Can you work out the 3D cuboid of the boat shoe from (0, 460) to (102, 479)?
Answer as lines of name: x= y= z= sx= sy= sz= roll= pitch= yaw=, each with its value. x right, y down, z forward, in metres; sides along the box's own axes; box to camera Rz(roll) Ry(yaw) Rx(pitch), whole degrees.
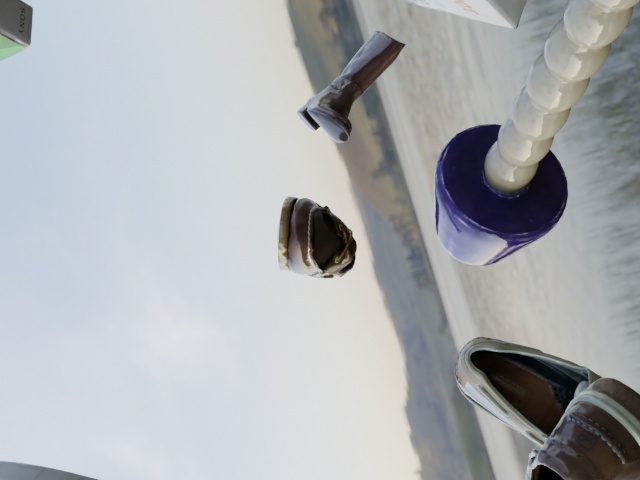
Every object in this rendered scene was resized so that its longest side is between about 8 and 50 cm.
boat shoe: x=-0.286 y=0.324 z=1.186 sx=0.108 sy=0.301 sz=0.102 roll=-31 pitch=43 yaw=58

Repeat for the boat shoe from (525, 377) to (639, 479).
boat shoe: x=0.183 y=0.200 z=0.774 sx=0.095 sy=0.095 sz=0.257 roll=36 pitch=153 yaw=33

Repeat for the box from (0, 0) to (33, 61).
box: x=-0.486 y=-0.214 z=1.056 sx=0.232 sy=0.322 sz=0.058 roll=26 pitch=-122 yaw=-50

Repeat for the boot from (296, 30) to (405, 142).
boot: x=0.037 y=-0.140 z=0.910 sx=0.037 sy=0.114 sz=0.106 roll=50 pitch=174 yaw=-26

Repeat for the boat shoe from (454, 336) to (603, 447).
boat shoe: x=0.290 y=0.202 z=1.174 sx=0.113 sy=0.302 sz=0.103 roll=-65 pitch=-16 yaw=-10

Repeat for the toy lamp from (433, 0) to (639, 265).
toy lamp: x=0.111 y=-0.068 z=0.518 sx=0.274 sy=0.080 sz=0.080 roll=103 pitch=156 yaw=-62

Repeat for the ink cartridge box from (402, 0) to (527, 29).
ink cartridge box: x=0.004 y=-0.247 z=0.686 sx=0.197 sy=0.273 sz=0.114 roll=14 pitch=-84 yaw=-63

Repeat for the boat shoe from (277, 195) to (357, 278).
boat shoe: x=0.000 y=0.000 z=1.014 sx=0.207 sy=0.073 sz=0.073 roll=31 pitch=-113 yaw=-84
